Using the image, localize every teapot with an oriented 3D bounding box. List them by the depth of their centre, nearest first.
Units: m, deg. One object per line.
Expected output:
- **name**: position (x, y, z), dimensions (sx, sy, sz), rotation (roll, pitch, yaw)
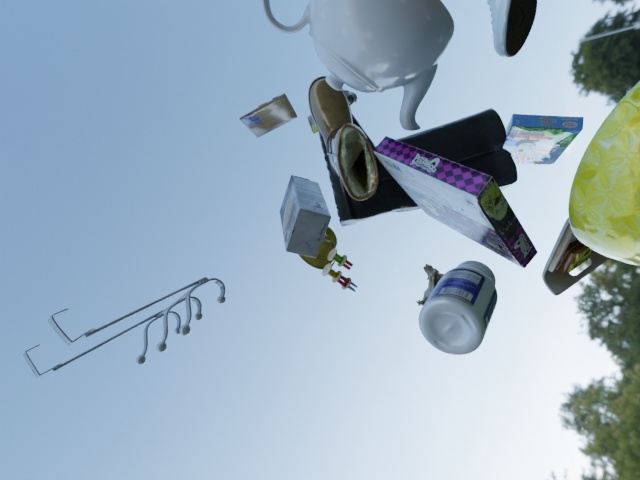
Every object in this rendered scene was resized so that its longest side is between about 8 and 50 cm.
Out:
- **teapot**: position (0.067, -0.331, 0.661), dimensions (0.252, 0.256, 0.187), rotation (9, -52, -52)

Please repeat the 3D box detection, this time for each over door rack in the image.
- **over door rack**: position (-0.371, 0.186, 0.823), dimensions (0.324, 0.239, 0.108), rotation (-12, -108, -50)

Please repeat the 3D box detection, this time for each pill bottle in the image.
- **pill bottle**: position (0.263, 0.113, 0.765), dimensions (0.186, 0.111, 0.112), rotation (-36, -64, -50)

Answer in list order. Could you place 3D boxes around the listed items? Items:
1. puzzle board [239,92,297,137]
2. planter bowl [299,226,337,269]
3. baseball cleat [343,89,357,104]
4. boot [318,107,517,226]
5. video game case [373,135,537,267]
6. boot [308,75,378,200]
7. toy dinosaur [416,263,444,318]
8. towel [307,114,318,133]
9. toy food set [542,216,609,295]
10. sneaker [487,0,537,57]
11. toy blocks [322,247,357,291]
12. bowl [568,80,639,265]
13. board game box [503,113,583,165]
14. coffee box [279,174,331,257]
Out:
- **puzzle board**: position (-0.099, -0.244, 0.811), dimensions (0.096, 0.128, 0.011), rotation (-26, -94, 6)
- **planter bowl**: position (0.000, 0.000, 1.636), dimensions (0.217, 0.090, 0.217), rotation (25, -137, -26)
- **baseball cleat**: position (0.080, -0.485, 1.428), dimensions (0.109, 0.206, 0.072), rotation (-4, -52, -8)
- **boot**: position (0.231, -0.257, 1.048), dimensions (0.444, 0.146, 0.368), rotation (-13, -82, 8)
- **video game case**: position (0.214, -0.066, 0.672), dimensions (0.042, 0.232, 0.210), rotation (-50, -51, 2)
- **boot**: position (0.044, -0.216, 0.815), dimensions (0.089, 0.269, 0.236), rotation (-21, -74, 4)
- **toy dinosaur**: position (0.495, 0.253, 1.716), dimensions (0.200, 0.127, 0.296), rotation (-19, -78, -54)
- **towel**: position (-0.007, -0.388, 1.349), dimensions (0.009, 0.083, 0.060), rotation (-25, -80, -41)
- **toy food set**: position (0.649, -0.007, 0.948), dimensions (0.219, 0.092, 0.306), rotation (-31, -37, -11)
- **sneaker**: position (0.421, -0.567, 0.953), dimensions (0.105, 0.123, 0.291), rotation (-2, -79, -34)
- **toy blocks**: position (0.087, 0.117, 1.550), dimensions (0.148, 0.054, 0.123), rotation (36, -124, -22)
- **bowl**: position (0.473, -0.067, 0.488), dimensions (0.289, 0.156, 0.290), rotation (-10, -55, -14)
- **board game box**: position (0.566, -0.262, 1.098), dimensions (0.211, 0.159, 0.039), rotation (51, -133, -73)
- **coffee box**: position (-0.052, -0.078, 1.243), dimensions (0.098, 0.247, 0.141), rotation (13, -64, -17)
